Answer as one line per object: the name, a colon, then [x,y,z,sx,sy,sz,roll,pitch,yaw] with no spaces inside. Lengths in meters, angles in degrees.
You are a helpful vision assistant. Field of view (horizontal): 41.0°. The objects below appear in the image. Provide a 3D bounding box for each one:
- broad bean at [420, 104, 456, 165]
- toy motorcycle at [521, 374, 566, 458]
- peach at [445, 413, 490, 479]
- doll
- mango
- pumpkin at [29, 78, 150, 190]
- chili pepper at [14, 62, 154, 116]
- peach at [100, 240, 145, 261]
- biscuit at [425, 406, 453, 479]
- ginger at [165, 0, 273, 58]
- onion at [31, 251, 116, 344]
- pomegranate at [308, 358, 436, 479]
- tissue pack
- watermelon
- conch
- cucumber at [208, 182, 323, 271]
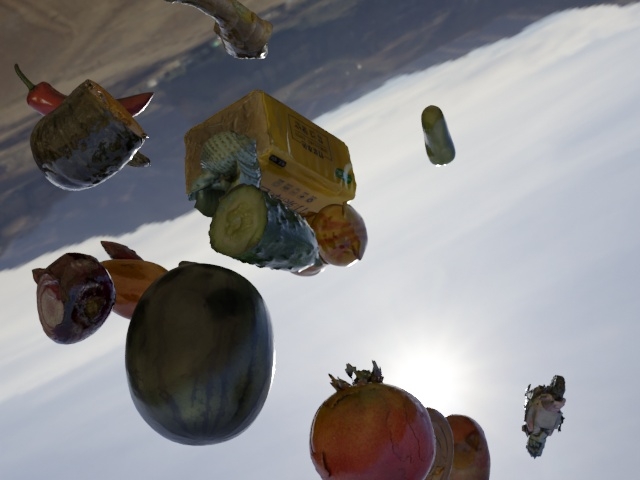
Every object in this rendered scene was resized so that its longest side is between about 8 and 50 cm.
broad bean: [0.321,-0.284,2.332,0.082,0.175,0.124,-10,-154,5]
toy motorcycle: [0.601,0.486,2.308,0.108,0.239,0.204,7,-120,12]
peach: [0.399,0.633,2.504,0.214,0.236,0.214,-24,166,-7]
doll: [0.002,-0.003,2.066,0.269,0.167,0.162,-18,-174,38]
mango: [-0.414,0.100,1.879,0.102,0.217,0.141,78,36,-66]
pumpkin: [-0.507,-0.207,1.902,0.232,0.242,0.325,-48,-166,4]
chili pepper: [-0.637,-0.365,2.279,0.368,0.137,0.092,11,175,-8]
peach: [-0.466,0.061,2.111,0.068,0.189,0.279,-41,168,-13]
biscuit: [0.239,0.447,1.820,0.033,0.224,0.144,6,-155,43]
ginger: [-0.208,-0.460,1.773,0.131,0.086,0.294,-1,165,36]
onion: [-0.471,0.097,1.634,0.135,0.173,0.198,2,-159,-39]
pomegranate: [0.081,0.319,1.405,0.210,0.235,0.210,-12,158,-5]
tissue pack: [-0.131,-0.193,2.272,0.293,0.228,0.382,-26,151,28]
watermelon: [-0.219,0.195,1.572,0.278,0.279,0.360,-23,-131,29]
conch: [-0.198,-0.143,1.879,0.131,0.172,0.200,-12,149,-47]
cucumber: [-0.073,0.001,1.508,0.134,0.134,0.244,-23,149,28]
